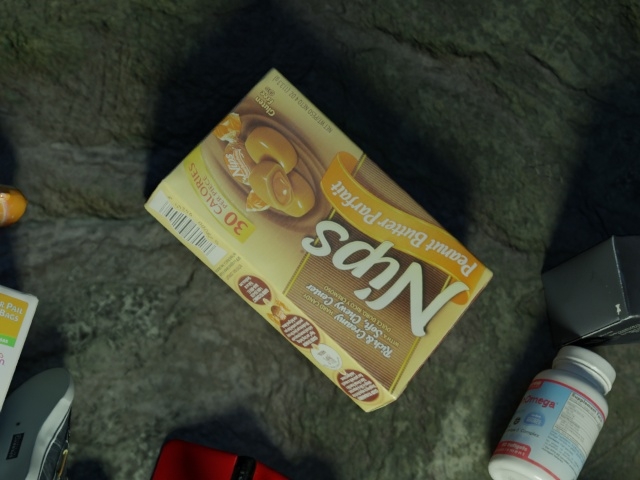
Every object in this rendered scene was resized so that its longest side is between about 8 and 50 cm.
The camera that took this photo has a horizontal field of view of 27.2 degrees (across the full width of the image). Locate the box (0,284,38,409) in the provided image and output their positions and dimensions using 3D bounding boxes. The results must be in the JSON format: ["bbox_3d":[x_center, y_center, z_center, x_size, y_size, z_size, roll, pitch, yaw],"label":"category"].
[{"bbox_3d":[-0.340,0.134,1.173,0.114,0.103,0.203,21,68,-14],"label":"box"}]

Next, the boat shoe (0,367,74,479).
[{"bbox_3d":[-0.256,0.201,1.198,0.183,0.065,0.083,-79,154,-54],"label":"boat shoe"}]

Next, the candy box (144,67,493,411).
[{"bbox_3d":[0.000,0.000,1.350,0.316,0.087,0.183,43,64,-5],"label":"candy box"}]

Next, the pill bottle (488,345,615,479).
[{"bbox_3d":[0.247,0.193,1.387,0.087,0.087,0.160,36,65,-7],"label":"pill bottle"}]

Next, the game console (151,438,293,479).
[{"bbox_3d":[-0.102,0.279,1.270,0.124,0.085,0.144,38,61,-41],"label":"game console"}]

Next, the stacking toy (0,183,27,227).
[{"bbox_3d":[-0.405,-0.021,1.184,0.302,0.175,0.165,-10,81,-35],"label":"stacking toy"}]

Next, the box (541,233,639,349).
[{"bbox_3d":[0.349,0.054,1.428,0.158,0.156,0.093,-3,75,-21],"label":"box"}]
